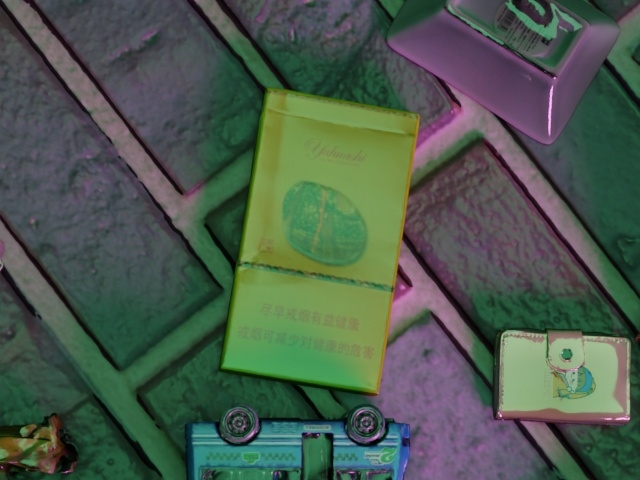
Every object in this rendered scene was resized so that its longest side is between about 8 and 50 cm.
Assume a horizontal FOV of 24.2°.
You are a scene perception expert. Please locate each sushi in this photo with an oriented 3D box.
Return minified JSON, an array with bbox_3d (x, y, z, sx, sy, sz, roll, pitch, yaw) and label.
[{"bbox_3d":[-0.398,0.276,1.590,0.291,0.139,0.131,-21,91,-10],"label":"sushi"}]

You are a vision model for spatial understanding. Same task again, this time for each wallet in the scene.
[{"bbox_3d":[0.278,0.156,1.723,0.155,0.039,0.110,3,83,-5],"label":"wallet"}]

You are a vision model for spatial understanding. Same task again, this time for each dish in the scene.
[{"bbox_3d":[0.224,-0.254,1.769,0.243,0.080,0.182,32,79,0],"label":"dish"}]

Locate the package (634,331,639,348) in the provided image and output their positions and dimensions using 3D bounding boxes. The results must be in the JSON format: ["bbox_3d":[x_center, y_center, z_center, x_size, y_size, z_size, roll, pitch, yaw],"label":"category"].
[{"bbox_3d":[0.503,0.028,1.706,0.165,0.221,0.311,40,78,23],"label":"package"}]

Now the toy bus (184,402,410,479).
[{"bbox_3d":[-0.027,0.248,1.639,0.246,0.113,0.134,2,80,-5],"label":"toy bus"}]

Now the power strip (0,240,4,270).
[{"bbox_3d":[-0.474,-0.028,1.688,0.253,0.027,0.060,29,79,0],"label":"power strip"}]

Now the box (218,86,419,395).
[{"bbox_3d":[0.000,0.000,1.720,0.187,0.047,0.335,10,80,-4],"label":"box"}]
